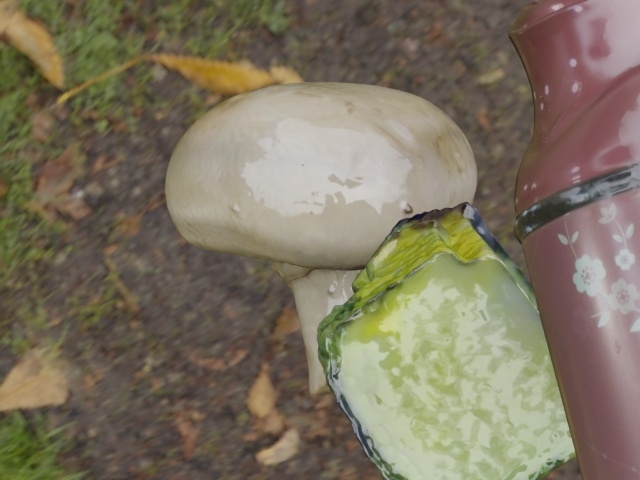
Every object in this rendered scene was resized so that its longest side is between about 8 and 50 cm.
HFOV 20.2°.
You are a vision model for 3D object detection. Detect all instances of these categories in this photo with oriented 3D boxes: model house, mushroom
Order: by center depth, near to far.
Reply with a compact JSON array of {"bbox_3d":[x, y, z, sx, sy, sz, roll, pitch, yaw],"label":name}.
[{"bbox_3d":[0.096,0.082,1.391,0.170,0.211,0.194,-38,103,9],"label":"model house"},{"bbox_3d":[0.000,0.000,1.660,0.292,0.292,0.290,-6,100,-25],"label":"mushroom"}]

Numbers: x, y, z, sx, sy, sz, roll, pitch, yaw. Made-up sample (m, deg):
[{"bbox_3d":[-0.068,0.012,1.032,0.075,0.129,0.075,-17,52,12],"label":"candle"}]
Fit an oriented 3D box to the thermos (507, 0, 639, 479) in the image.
[{"bbox_3d":[0.139,0.045,0.634,0.109,0.136,0.330,-14,77,3],"label":"thermos"}]
